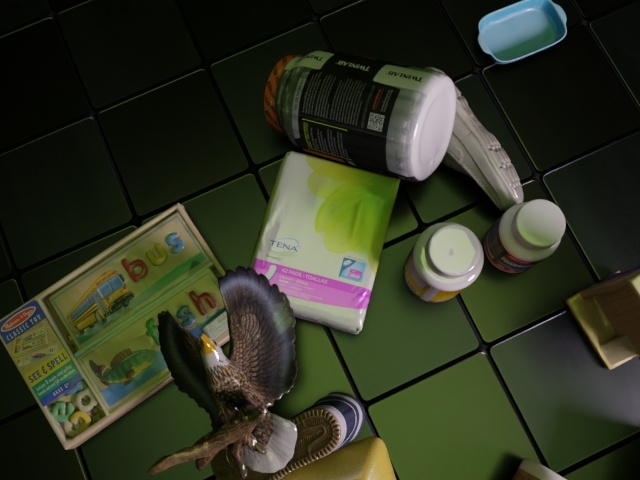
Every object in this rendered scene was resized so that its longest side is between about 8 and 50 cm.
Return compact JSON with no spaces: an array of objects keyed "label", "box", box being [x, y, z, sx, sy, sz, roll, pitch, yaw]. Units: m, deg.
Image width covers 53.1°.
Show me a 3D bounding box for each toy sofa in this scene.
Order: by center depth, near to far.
[{"label":"toy sofa","box":[0.543,0.101,1.013,0.177,0.362,0.150,-30,77,1]}]

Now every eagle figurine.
[{"label":"eagle figurine","box":[-0.149,0.207,1.024,0.226,0.298,0.225,7,119,-16]}]

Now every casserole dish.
[{"label":"casserole dish","box":[0.406,-0.423,1.302,0.188,0.037,0.114,-22,77,-5]}]

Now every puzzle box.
[{"label":"puzzle box","box":[-0.356,0.149,1.180,0.408,0.052,0.272,-35,78,-6]}]

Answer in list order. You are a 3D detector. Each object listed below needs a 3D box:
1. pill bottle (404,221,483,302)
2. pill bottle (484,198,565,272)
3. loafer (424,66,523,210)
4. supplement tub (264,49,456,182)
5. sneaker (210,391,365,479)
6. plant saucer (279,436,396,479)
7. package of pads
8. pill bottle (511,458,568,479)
[{"label":"pill bottle","box":[0.212,0.038,1.109,0.117,0.215,0.117,0,77,1]},{"label":"pill bottle","box":[0.362,-0.009,1.134,0.107,0.180,0.108,0,77,2]},{"label":"loafer","box":[0.267,-0.182,1.225,0.111,0.112,0.320,-39,78,29]},{"label":"supplement tub","box":[0.067,-0.233,1.157,0.315,0.193,0.194,20,78,26]},{"label":"sneaker","box":[-0.049,0.347,1.115,0.282,0.153,0.099,-29,79,26]},{"label":"plant saucer","box":[0.000,0.541,1.068,0.332,0.081,0.333,-17,78,-3]},{"label":"package of pads","box":[0.000,0.000,1.182,0.229,0.101,0.297,16,77,3]},{"label":"pill bottle","box":[0.339,0.490,1.045,0.131,0.131,0.229,31,80,8]}]
